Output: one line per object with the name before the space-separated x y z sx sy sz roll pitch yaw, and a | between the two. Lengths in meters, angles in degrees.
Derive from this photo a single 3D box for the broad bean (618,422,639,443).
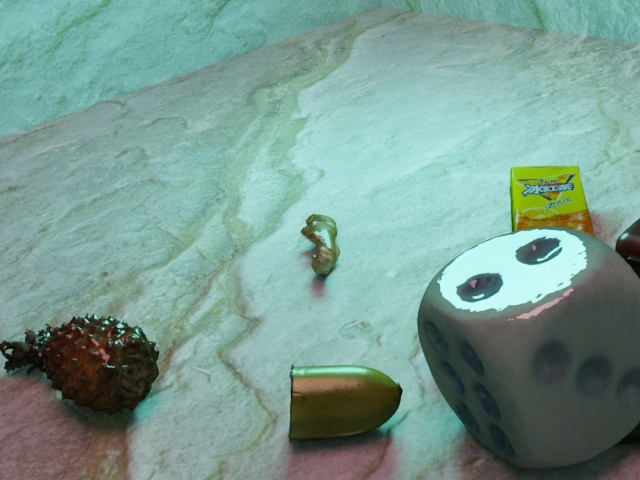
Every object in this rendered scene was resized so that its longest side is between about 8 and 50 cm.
broad bean | 0.511 0.275 1.345 0.255 0.046 0.065 -5 21 1

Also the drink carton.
drink carton | 0.476 -0.044 1.888 0.155 0.111 0.351 -1 28 11

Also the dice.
dice | 0.318 0.152 1.335 0.262 0.268 0.265 -28 23 -16

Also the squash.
squash | 0.037 0.251 1.430 0.187 0.123 0.123 -4 28 -2

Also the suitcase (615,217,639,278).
suitcase | 0.693 0.051 1.607 0.297 0.161 0.236 17 35 40

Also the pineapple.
pineapple | -0.442 0.206 1.597 0.361 0.175 0.175 3 28 37

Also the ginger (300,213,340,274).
ginger | 0.000 0.000 1.960 0.089 0.075 0.288 15 22 -6
